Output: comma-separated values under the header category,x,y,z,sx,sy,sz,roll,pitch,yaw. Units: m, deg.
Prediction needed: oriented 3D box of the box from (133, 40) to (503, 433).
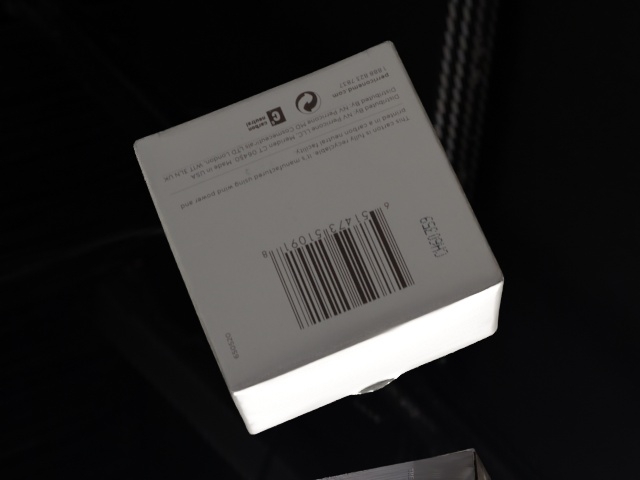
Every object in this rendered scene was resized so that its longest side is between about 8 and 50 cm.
category,x,y,z,sx,sy,sz,roll,pitch,yaw
box,0.000,0.000,0.905,0.119,0.180,0.182,81,-13,-69

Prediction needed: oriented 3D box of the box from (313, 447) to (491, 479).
category,x,y,z,sx,sy,sz,roll,pitch,yaw
box,0.040,0.223,0.871,0.231,0.183,0.056,59,22,-46
